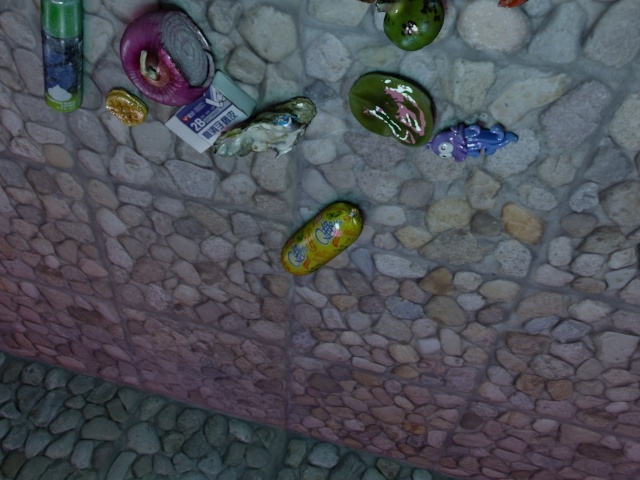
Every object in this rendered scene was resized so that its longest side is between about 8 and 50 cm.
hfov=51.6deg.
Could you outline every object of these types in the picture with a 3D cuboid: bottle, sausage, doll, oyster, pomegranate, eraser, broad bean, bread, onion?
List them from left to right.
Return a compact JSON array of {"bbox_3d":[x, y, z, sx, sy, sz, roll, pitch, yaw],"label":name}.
[{"bbox_3d":[-0.613,-0.455,1.574,0.093,0.093,0.330,22,140,-3],"label":"bottle"},{"bbox_3d":[-0.495,-0.342,1.693,0.111,0.044,0.083,39,133,-24],"label":"bread"},{"bbox_3d":[-0.351,-0.400,1.477,0.201,0.200,0.207,-18,148,36],"label":"onion"},{"bbox_3d":[-0.273,-0.310,1.621,0.124,0.068,0.210,38,137,-26],"label":"eraser"},{"bbox_3d":[-0.140,-0.260,1.575,0.223,0.083,0.214,-8,164,-34],"label":"oyster"},{"bbox_3d":[0.000,0.000,1.818,0.123,0.123,0.347,33,139,-16],"label":"sausage"},{"bbox_3d":[0.163,-0.290,1.467,0.207,0.072,0.153,32,126,-12],"label":"broad bean"},{"bbox_3d":[0.163,-0.431,1.261,0.161,0.122,0.122,16,147,-35],"label":"pomegranate"},{"bbox_3d":[0.337,-0.221,1.484,0.206,0.067,0.110,-5,144,12],"label":"doll"}]

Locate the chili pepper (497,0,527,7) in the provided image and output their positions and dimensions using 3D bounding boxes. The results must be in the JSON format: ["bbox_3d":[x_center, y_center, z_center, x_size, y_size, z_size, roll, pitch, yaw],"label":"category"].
[{"bbox_3d":[0.387,-0.476,1.186,0.059,0.050,0.191,30,151,-17],"label":"chili pepper"}]

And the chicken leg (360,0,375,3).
[{"bbox_3d":[0.073,-0.557,1.205,0.107,0.087,0.251,-6,131,-3],"label":"chicken leg"}]
